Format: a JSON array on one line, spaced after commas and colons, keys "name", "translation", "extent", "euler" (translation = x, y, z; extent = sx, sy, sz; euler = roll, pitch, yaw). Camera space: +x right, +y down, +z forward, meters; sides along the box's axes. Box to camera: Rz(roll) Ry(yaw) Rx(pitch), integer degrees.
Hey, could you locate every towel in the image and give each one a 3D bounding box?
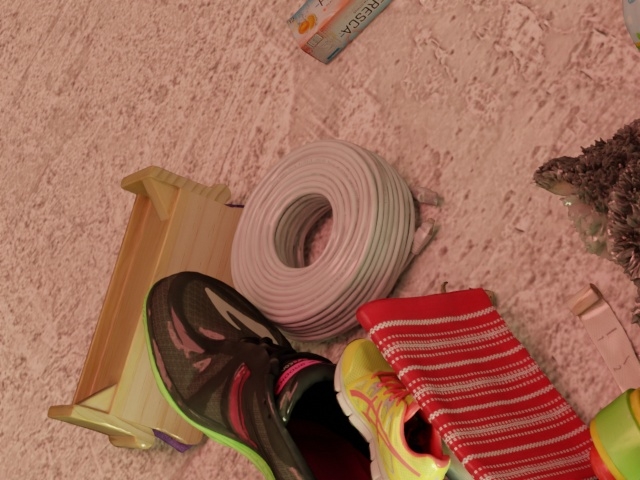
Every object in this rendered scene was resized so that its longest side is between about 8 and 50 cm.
[{"name": "towel", "translation": [0.176, 0.156, 1.795], "extent": [0.275, 0.199, 0.031], "euler": [53, 129, 32]}]

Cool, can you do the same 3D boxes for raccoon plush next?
[{"name": "raccoon plush", "translation": [0.382, -0.107, 1.677], "extent": [0.299, 0.216, 0.446], "euler": [57, 142, 37]}]

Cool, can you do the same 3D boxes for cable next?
[{"name": "cable", "translation": [0.000, 0.000, 2.140], "extent": [0.257, 0.089, 0.257], "euler": [34, 94, 46]}]

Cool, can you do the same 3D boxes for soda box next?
[{"name": "soda box", "translation": [0.042, -0.322, 2.282], "extent": [0.183, 0.058, 0.063], "euler": [-42, 47, 19]}]

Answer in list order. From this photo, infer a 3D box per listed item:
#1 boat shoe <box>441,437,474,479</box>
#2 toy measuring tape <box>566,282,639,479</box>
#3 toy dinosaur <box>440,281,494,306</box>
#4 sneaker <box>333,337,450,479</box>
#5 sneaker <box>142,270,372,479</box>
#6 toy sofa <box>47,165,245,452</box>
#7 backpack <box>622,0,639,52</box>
[{"name": "boat shoe", "translation": [0.167, 0.211, 1.871], "extent": [0.105, 0.113, 0.306], "euler": [-42, 31, -6]}, {"name": "toy measuring tape", "translation": [0.308, 0.160, 1.756], "extent": [0.121, 0.121, 0.330], "euler": [-41, 47, 21]}, {"name": "toy dinosaur", "translation": [0.175, 0.101, 1.969], "extent": [0.183, 0.053, 0.093], "euler": [13, 92, 41]}, {"name": "sneaker", "translation": [0.085, 0.180, 1.802], "extent": [0.094, 0.081, 0.208], "euler": [-54, 48, 38]}, {"name": "sneaker", "translation": [-0.030, 0.182, 1.963], "extent": [0.483, 0.185, 0.202], "euler": [46, 136, 31]}, {"name": "toy sofa", "translation": [-0.216, 0.096, 2.278], "extent": [0.150, 0.177, 0.362], "euler": [-14, 58, 67]}, {"name": "backpack", "translation": [0.445, -0.320, 1.749], "extent": [0.273, 0.290, 0.355], "euler": [35, 103, 54]}]
